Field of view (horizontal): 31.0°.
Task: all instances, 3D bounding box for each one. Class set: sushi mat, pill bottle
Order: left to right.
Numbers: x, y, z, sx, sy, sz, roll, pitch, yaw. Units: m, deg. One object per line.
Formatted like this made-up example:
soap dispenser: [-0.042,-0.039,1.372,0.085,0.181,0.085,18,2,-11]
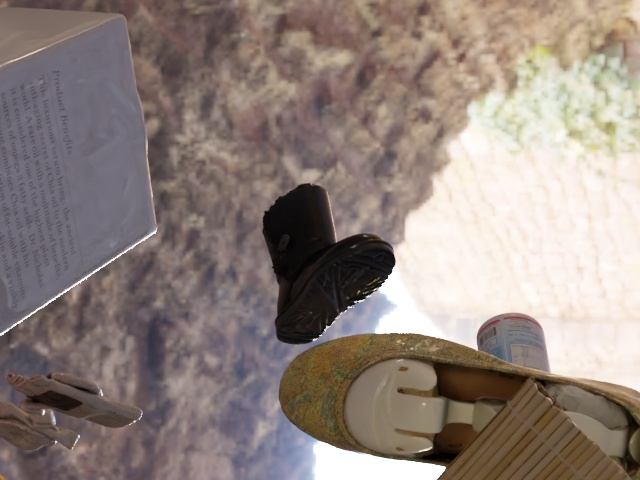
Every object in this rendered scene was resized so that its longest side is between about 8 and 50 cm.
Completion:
sushi mat: [0.096,0.254,0.776,0.316,0.151,0.019,-52,-13,19]
pill bottle: [0.239,0.172,1.403,0.160,0.087,0.087,-88,-16,-46]

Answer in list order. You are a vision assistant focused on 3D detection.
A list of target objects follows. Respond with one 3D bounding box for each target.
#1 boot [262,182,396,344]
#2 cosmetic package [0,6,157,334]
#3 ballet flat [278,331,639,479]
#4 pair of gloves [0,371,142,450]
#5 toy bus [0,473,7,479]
boot: [0.000,0.000,1.585,0.094,0.246,0.207,12,-129,-29]
cosmetic package: [-0.347,-0.031,0.983,0.453,0.162,0.230,-39,-48,-50]
ballet flat: [0.131,0.153,1.011,0.123,0.349,0.123,9,-90,-84]
pair of gloves: [-0.412,0.256,1.701,0.204,0.240,0.042,37,-135,-39]
toy bus: [-0.483,0.229,1.296,0.108,0.130,0.332,-49,-66,-26]
